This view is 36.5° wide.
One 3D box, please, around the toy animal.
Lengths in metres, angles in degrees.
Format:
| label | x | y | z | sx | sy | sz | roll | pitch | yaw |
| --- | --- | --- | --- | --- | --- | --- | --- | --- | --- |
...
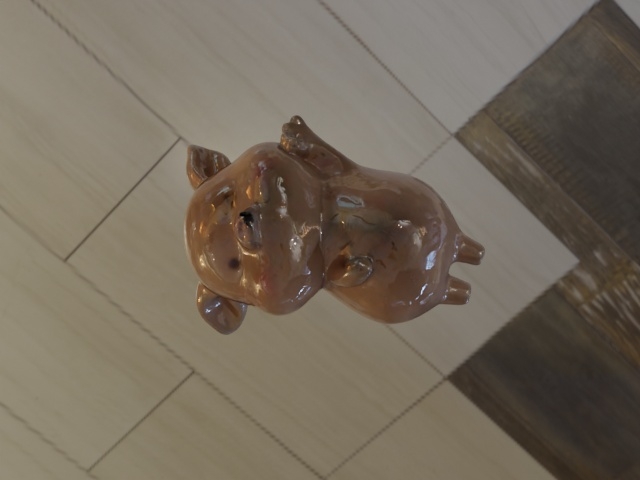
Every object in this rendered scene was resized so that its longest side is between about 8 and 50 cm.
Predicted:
| label | x | y | z | sx | sy | sz | roll | pitch | yaw |
| --- | --- | --- | --- | --- | --- | --- | --- | --- | --- |
| toy animal | 0.000 | 0.002 | 0.453 | 0.150 | 0.083 | 0.089 | 11 | 151 | 6 |
